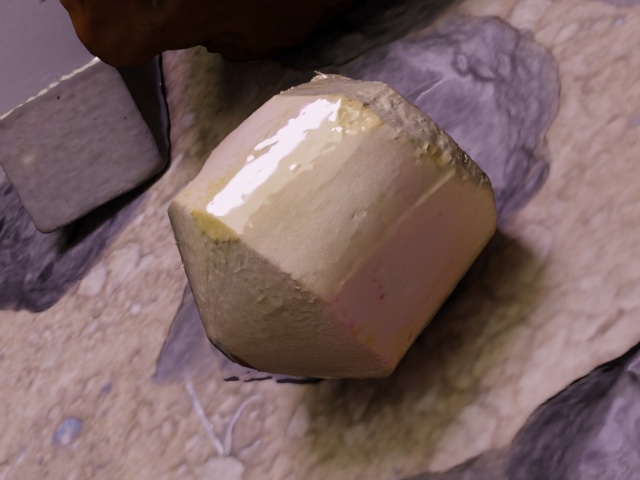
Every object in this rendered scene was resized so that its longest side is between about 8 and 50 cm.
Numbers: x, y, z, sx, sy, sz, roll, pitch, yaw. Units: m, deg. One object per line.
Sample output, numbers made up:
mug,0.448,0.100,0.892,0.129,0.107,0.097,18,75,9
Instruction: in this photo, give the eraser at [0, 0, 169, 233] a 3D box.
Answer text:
eraser,-0.183,-0.155,1.385,0.111,0.077,0.352,-30,38,14

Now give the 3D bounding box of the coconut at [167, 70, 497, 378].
coconut,0.000,0.000,0.969,0.153,0.147,0.147,-49,33,-6

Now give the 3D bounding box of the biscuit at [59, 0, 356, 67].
biscuit,-0.028,-0.320,1.267,0.342,0.166,0.395,-35,42,27
